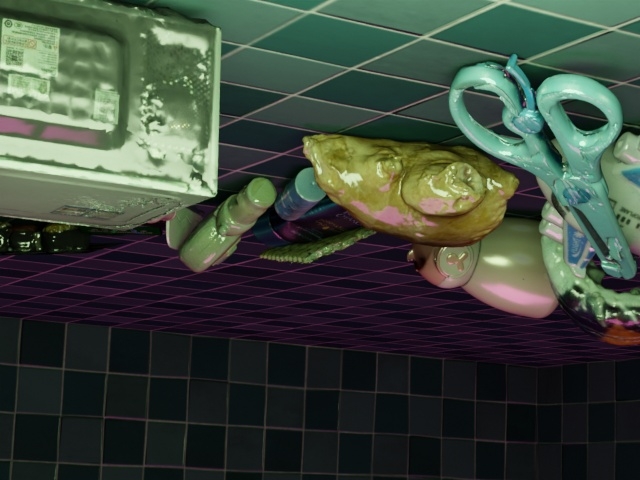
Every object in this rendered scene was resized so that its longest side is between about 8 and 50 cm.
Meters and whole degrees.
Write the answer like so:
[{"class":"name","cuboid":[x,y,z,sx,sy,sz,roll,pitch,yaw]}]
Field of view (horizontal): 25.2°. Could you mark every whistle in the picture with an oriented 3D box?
[{"class":"whistle","cuboid":[-0.131,-0.023,2.062,0.067,0.126,0.258,43,147,-5]}]

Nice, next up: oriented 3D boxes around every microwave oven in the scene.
[{"class":"microwave oven","cuboid":[-0.262,-0.125,1.266,0.295,0.181,0.237,7,167,-29]}]

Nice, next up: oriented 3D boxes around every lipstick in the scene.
[{"class":"lipstick","cuboid":[-0.028,-0.062,1.960,0.048,0.048,0.158,4,170,-12]}]

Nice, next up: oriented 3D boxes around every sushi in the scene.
[{"class":"sushi","cuboid":[-0.496,-0.008,2.372,0.290,0.050,0.264,-2,-176,7]}]

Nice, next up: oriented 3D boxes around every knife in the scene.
[{"class":"knife","cuboid":[-0.211,-0.030,2.082,0.043,0.081,0.336,6,171,12]}]

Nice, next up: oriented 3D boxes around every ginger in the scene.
[{"class":"ginger","cuboid":[0.101,-0.061,1.719,0.270,0.123,0.219,8,171,-31]}]

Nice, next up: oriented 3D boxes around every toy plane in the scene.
[{"class":"toy plane","cuboid":[0.367,-0.033,1.675,0.267,0.122,0.267,16,143,13]}]

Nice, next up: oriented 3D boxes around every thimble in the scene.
[{"class":"thimble","cuboid":[0.395,0.013,1.848,0.237,0.237,0.150,0,166,13]}]

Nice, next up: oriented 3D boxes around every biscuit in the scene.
[{"class":"biscuit","cuboid":[0.000,0.001,2.161,0.144,0.016,0.203,-27,-166,-24]}]

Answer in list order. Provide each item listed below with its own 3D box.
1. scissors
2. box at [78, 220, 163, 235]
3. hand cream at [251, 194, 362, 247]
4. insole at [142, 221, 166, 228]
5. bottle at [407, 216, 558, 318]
[{"class":"scissors","cuboid":[0.263,-0.063,1.513,0.180,0.032,0.393,5,150,33]},{"class":"box","cuboid":[-0.310,-0.043,2.164,0.132,0.034,0.235,2,170,-3]},{"class":"hand cream","cuboid":[0.022,-0.044,2.072,0.270,0.061,0.120,-16,158,40]},{"class":"insole","cuboid":[-0.276,-0.029,2.133,0.153,0.002,0.053,8,167,-35]},{"class":"bottle","cuboid":[0.248,0.026,2.165,0.236,0.147,0.147,13,168,-13]}]
